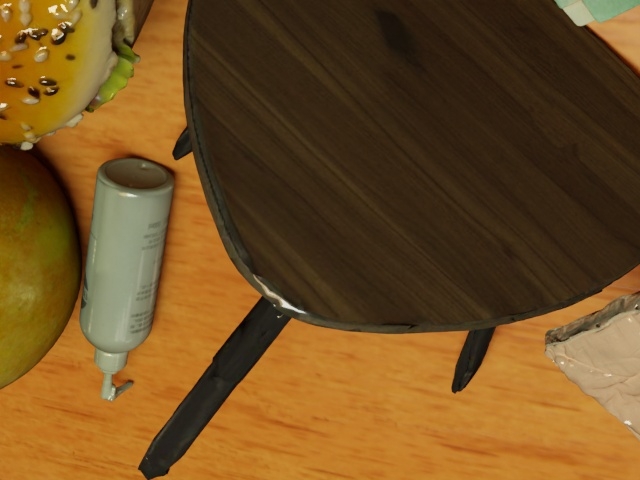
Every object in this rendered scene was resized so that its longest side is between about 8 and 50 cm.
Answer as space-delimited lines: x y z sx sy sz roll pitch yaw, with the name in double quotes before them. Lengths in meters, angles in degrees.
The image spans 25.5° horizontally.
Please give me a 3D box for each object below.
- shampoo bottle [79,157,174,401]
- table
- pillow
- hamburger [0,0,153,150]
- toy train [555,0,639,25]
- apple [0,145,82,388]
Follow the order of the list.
"shampoo bottle" -0.145 0.037 1.023 0.056 0.056 0.195 21 119 16
"table" 0.000 0.000 0.825 0.317 0.317 0.249 39 138 4
"pillow" 0.233 0.105 0.766 0.232 0.043 0.126 43 135 -19
"hamburger" -0.232 -0.182 0.851 0.300 0.176 0.300 19 142 16
"toy train" 0.205 -0.180 0.718 0.194 0.125 0.080 -24 105 33
"apple" -0.288 0.014 1.010 0.237 0.208 0.236 5 98 36
